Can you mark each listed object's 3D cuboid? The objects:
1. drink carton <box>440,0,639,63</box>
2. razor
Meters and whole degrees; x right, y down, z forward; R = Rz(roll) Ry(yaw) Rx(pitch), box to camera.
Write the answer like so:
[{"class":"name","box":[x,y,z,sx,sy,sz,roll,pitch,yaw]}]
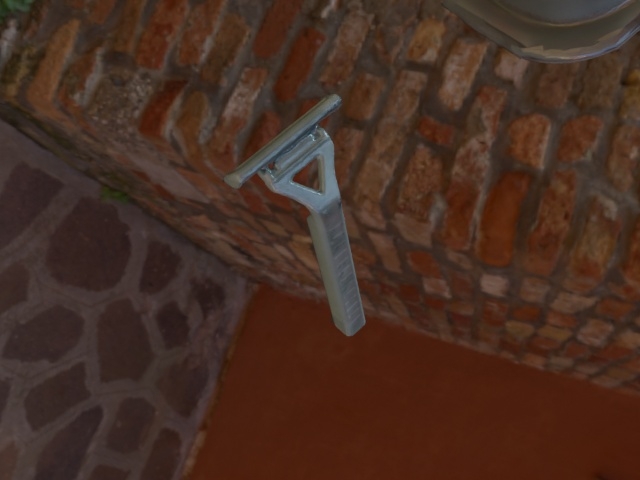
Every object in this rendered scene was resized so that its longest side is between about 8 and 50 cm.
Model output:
[{"class":"drink carton","box":[0.169,-0.254,0.482,0.191,0.185,0.189,-40,152,1]},{"class":"razor","box":[0.008,0.006,0.650,0.111,0.056,0.277,-42,141,-19]}]
